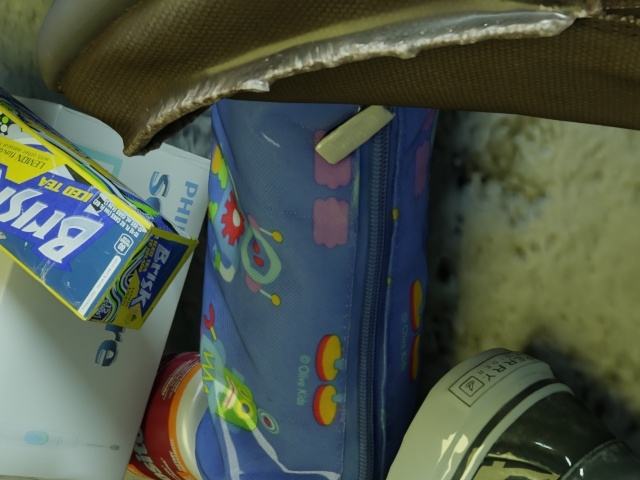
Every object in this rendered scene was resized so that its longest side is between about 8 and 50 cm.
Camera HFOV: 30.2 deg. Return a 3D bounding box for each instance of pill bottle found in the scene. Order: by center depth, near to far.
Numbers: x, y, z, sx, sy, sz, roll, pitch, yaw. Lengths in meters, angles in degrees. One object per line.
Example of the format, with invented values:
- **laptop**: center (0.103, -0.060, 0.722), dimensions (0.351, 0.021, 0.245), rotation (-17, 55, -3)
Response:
- **pill bottle**: center (-0.090, 0.115, 0.769), dimensions (0.152, 0.086, 0.086), rotation (-7, 103, 53)

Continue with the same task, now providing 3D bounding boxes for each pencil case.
- **pencil case**: center (0.000, 0.000, 0.567), dimensions (0.133, 0.119, 0.306), rotation (-122, 29, -52)

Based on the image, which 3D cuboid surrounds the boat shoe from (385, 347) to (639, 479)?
- **boat shoe**: center (0.071, 0.215, 0.590), dimensions (0.119, 0.121, 0.335), rotation (41, 134, 38)

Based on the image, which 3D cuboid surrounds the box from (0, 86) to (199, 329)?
- **box**: center (-0.146, -0.026, 0.605), dimensions (0.169, 0.054, 0.059), rotation (37, 95, 22)

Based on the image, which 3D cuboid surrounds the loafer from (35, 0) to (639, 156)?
- **loafer**: center (0.075, -0.079, 0.345), dimensions (0.366, 0.134, 0.130), rotation (-15, 107, 28)

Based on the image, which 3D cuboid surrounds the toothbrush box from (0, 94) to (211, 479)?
- **toothbrush box**: center (-0.225, 0.014, 0.783), dimensions (0.295, 0.126, 0.216), rotation (17, 89, 46)
